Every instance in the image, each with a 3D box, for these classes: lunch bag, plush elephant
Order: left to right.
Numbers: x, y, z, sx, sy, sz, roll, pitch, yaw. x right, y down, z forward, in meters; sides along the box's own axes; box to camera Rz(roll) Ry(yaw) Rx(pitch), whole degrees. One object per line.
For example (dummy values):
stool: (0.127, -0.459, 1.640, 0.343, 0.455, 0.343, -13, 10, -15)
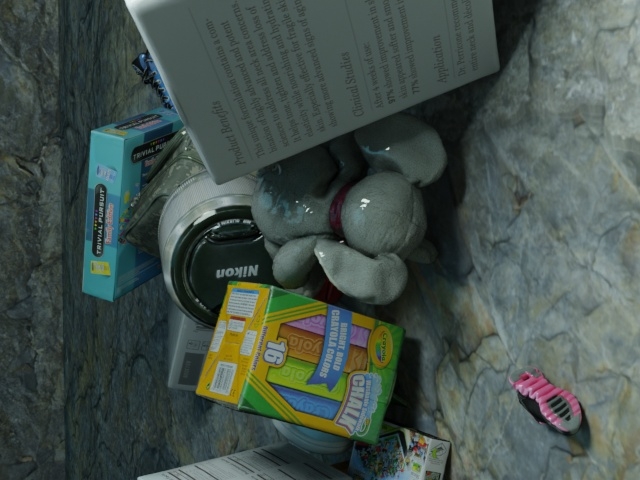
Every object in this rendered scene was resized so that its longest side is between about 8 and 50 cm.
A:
lunch bag: (-0.215, -0.105, 2.083, 0.305, 0.212, 0.256, -37, 29, 59)
plush elephant: (0.052, -0.037, 1.502, 0.255, 0.330, 0.272, 25, 83, 26)

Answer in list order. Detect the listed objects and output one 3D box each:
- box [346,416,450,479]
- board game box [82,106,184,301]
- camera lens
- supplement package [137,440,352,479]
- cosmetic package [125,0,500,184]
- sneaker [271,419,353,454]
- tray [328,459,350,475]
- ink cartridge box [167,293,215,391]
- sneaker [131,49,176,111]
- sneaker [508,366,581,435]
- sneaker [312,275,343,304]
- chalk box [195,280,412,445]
box: (0.110, 0.325, 1.614, 0.207, 0.036, 0.114, 4, 79, 64)
board game box: (-0.370, -0.078, 2.230, 0.079, 0.254, 0.336, 15, 112, 19)
camera lens: (-0.149, 0.008, 1.784, 0.274, 0.219, 0.219, -123, 36, -70)
supplement package: (-0.111, 0.446, 1.653, 0.198, 0.262, 0.199, 14, 108, 55)
cosmetic package: (-0.035, -0.341, 1.333, 0.329, 0.393, 0.327, 71, 177, -56)
sneaker: (-0.025, 0.186, 1.812, 0.319, 0.127, 0.208, 51, 139, 49)
tray: (-0.022, 0.541, 1.842, 0.411, 0.076, 0.203, -50, 55, 47)
ink cartridge box: (-0.267, 0.083, 2.393, 0.385, 0.091, 0.308, -98, 20, -51)
sneaker: (-0.329, -0.340, 2.351, 0.130, 0.147, 0.330, -26, 71, 63)
sneaker: (0.268, 0.199, 1.305, 0.119, 0.047, 0.057, -133, 26, -55)
sneaker: (0.000, 0.000, 1.809, 0.128, 0.087, 0.221, 149, 126, -72)
chalk box: (-0.001, 0.184, 1.604, 0.180, 0.288, 0.179, -1, 72, 64)
